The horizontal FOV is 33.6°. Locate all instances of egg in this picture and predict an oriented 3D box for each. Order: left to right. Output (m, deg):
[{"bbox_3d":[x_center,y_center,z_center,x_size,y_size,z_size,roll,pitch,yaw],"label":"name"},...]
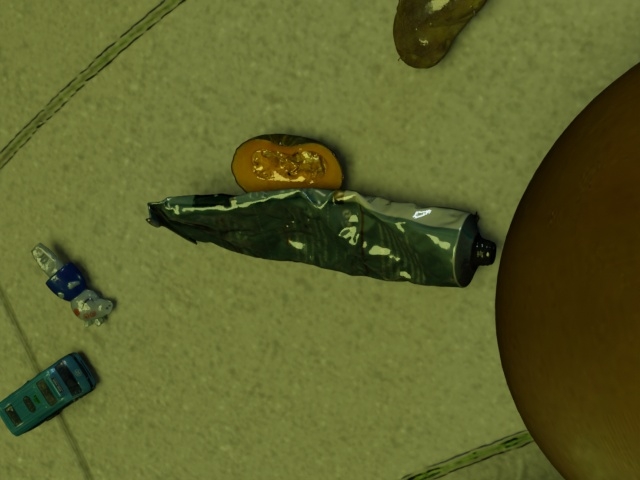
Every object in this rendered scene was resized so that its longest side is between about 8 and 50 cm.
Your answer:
[{"bbox_3d":[0.256,0.021,0.506,0.351,0.282,0.283,-11,98,24],"label":"egg"}]

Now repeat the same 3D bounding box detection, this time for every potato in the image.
[{"bbox_3d":[0.076,-0.152,0.680,0.046,0.045,0.092,25,121,-22],"label":"potato"}]

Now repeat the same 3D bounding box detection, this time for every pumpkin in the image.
[{"bbox_3d":[-0.021,-0.054,0.758,0.083,0.028,0.050,9,123,15],"label":"pumpkin"}]

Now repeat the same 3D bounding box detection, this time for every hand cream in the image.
[{"bbox_3d":[0.000,0.000,0.743,0.247,0.052,0.075,4,142,19],"label":"hand cream"}]

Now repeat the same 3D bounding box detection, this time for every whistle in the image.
[{"bbox_3d":[-0.204,0.035,0.865,0.033,0.029,0.083,-40,95,19],"label":"whistle"}]

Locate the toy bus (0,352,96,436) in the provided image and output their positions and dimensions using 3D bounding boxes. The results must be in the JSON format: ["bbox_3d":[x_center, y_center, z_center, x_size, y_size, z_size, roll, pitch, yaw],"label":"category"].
[{"bbox_3d":[-0.232,0.130,0.893,0.083,0.046,0.038,-34,88,29],"label":"toy bus"}]
